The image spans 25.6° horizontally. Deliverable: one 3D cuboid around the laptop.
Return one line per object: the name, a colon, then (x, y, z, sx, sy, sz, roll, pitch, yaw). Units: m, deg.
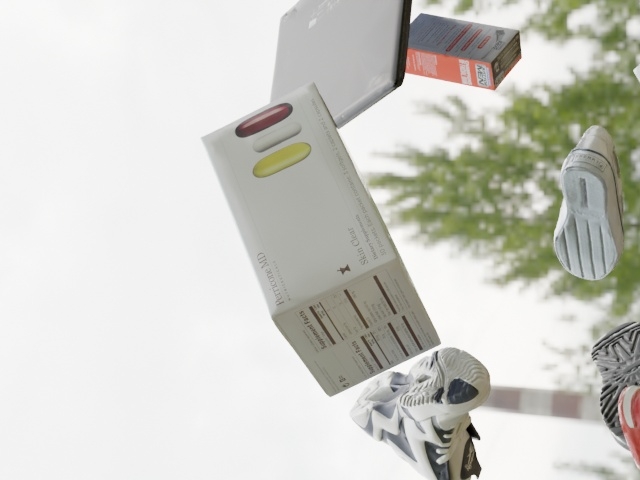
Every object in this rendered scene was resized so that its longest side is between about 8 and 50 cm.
laptop: (0.122, -0.294, 1.920, 0.236, 0.382, 0.408, 16, -113, -23)

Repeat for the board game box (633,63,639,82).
board game box: (0.400, -0.048, 1.192, 0.305, 0.053, 0.193, 16, -137, -46)

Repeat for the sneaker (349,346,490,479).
sneaker: (0.149, 0.210, 1.578, 0.153, 0.235, 0.094, 43, -126, -14)

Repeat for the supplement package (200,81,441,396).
supplement package: (0.000, 0.000, 1.553, 0.262, 0.145, 0.204, 66, -176, 35)

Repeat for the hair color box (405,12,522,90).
hair color box: (0.199, -0.278, 2.062, 0.093, 0.167, 0.053, -49, -40, -35)

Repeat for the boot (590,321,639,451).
boot: (0.536, 0.292, 2.129, 0.260, 0.131, 0.348, 56, -163, -16)

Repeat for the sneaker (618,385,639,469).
sneaker: (0.401, 0.173, 1.494, 0.221, 0.128, 0.087, -29, -83, -62)

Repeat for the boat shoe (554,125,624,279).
boat shoe: (0.322, -0.041, 1.633, 0.076, 0.083, 0.226, -61, -20, -29)
